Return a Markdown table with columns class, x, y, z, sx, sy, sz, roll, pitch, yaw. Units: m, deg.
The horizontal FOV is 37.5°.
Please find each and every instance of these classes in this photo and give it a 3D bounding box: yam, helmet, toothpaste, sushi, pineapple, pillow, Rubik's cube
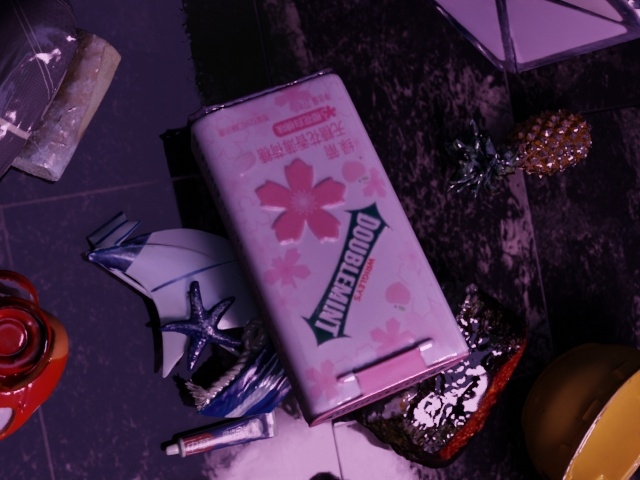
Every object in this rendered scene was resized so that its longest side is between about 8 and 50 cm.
| class | x | y | z | sx | sy | sz | roll | pitch | yaw |
| --- | --- | --- | --- | --- | --- | --- | --- | --- | --- |
| yam | -0.278 | -0.147 | 1.027 | 0.068 | 0.068 | 0.169 | 30 | 79 | -18 |
| helmet | 0.334 | 0.228 | 1.215 | 0.257 | 0.140 | 0.205 | -53 | 138 | -2 |
| toothpaste | -0.114 | 0.228 | 1.102 | 0.140 | 0.021 | 0.037 | -11 | 97 | -24 |
| sushi | 0.144 | 0.159 | 1.146 | 0.126 | 0.136 | 0.225 | 32 | 84 | -15 |
| pineapple | 0.263 | -0.122 | 1.222 | 0.221 | 0.103 | 0.083 | -17 | 61 | -20 |
| pillow | -0.361 | -0.153 | 0.963 | 0.161 | 0.092 | 0.335 | 28 | 79 | 18 |
| Rubik's cube | 0.277 | -0.422 | 1.131 | 0.310 | 0.305 | 0.307 | 39 | 78 | -18 |

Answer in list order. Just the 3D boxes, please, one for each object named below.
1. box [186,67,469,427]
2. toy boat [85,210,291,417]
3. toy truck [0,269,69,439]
| class | x | y | z | sx | sy | sz | roll | pitch | yaw |
| --- | --- | --- | --- | --- | --- | --- | --- | --- | --- |
| box | 0.000 | 0.000 | 1.047 | 0.190 | 0.112 | 0.369 | -19 | 75 | -14 |
| toy boat | -0.133 | 0.092 | 1.078 | 0.292 | 0.070 | 0.210 | 13 | 79 | -17 |
| toy truck | -0.386 | 0.150 | 0.918 | 0.265 | 0.189 | 0.239 | 5 | 97 | -22 |
